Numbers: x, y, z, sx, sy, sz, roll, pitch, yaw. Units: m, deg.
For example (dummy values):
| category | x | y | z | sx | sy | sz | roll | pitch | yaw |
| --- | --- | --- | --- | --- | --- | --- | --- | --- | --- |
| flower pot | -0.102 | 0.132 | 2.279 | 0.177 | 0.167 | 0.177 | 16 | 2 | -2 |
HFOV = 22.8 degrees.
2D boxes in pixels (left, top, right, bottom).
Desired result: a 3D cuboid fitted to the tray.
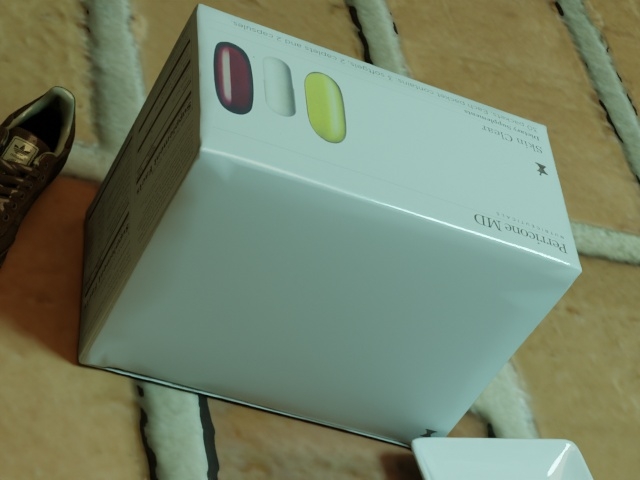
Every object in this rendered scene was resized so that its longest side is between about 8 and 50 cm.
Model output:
| category | x | y | z | sx | sy | sz | roll | pitch | yaw |
| --- | --- | --- | --- | --- | --- | --- | --- | --- | --- |
| tray | 0.155 | 0.245 | 1.029 | 0.145 | 0.030 | 0.270 | 6 | 45 | -31 |

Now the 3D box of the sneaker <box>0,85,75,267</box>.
| category | x | y | z | sx | sy | sz | roll | pitch | yaw |
| --- | --- | --- | --- | --- | --- | --- | --- | --- | --- |
| sneaker | -0.216 | -0.040 | 1.045 | 0.066 | 0.071 | 0.188 | 28 | 37 | -6 |

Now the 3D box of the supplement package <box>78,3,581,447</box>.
| category | x | y | z | sx | sy | sz | roll | pitch | yaw |
| --- | --- | --- | --- | --- | --- | --- | --- | --- | --- |
| supplement package | 0.000 | 0.000 | 1.045 | 0.262 | 0.204 | 0.145 | 17 | 41 | -21 |
